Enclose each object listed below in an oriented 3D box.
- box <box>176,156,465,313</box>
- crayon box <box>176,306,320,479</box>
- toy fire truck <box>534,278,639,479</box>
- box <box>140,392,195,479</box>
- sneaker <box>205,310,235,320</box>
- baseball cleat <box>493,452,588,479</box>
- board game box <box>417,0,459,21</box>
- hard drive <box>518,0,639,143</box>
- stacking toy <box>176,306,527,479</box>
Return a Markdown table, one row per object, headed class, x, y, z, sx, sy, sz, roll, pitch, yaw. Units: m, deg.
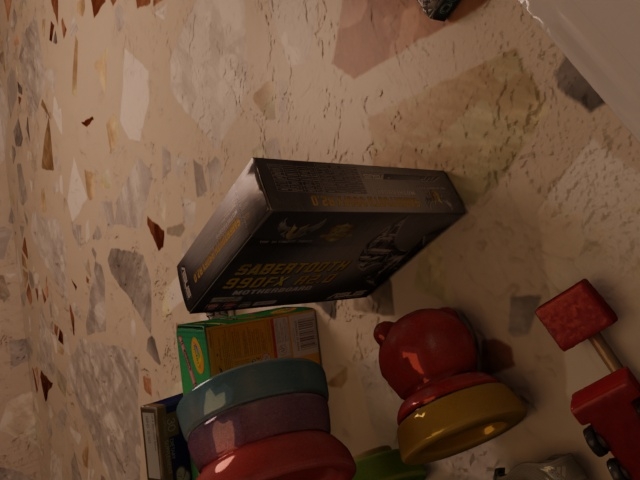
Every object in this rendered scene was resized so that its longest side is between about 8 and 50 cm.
| class | x | y | z | sx | sy | sz | roll | pitch | yaw |
| --- | --- | --- | --- | --- | --- | --- | --- | --- | --- |
| box | 0.000 | 0.000 | 0.620 | 0.183 | 0.230 | 0.056 | -45 | 56 | 43 |
| crayon box | -0.078 | 0.233 | 0.797 | 0.081 | 0.165 | 0.279 | -9 | 87 | 51 |
| toy fire truck | 0.226 | 0.127 | 0.450 | 0.047 | 0.135 | 0.192 | -38 | 81 | 24 |
| box | -0.140 | 0.262 | 0.848 | 0.036 | 0.225 | 0.137 | -8 | 88 | 31 |
| sneaker | -0.171 | 0.099 | 0.986 | 0.052 | 0.058 | 0.135 | 3 | 98 | 52 |
| baseball cleat | 0.220 | 0.234 | 0.498 | 0.205 | 0.072 | 0.110 | 0 | 88 | 48 |
| board game box | 0.133 | -0.318 | 0.578 | 0.186 | 0.026 | 0.126 | -51 | 55 | 42 |
| hard drive | 0.285 | -0.223 | 0.385 | 0.319 | 0.040 | 0.210 | -52 | 55 | 41 |
| stacking toy | 0.002 | 0.181 | 0.614 | 0.280 | 0.308 | 0.130 | 117 | 140 | -48 |
